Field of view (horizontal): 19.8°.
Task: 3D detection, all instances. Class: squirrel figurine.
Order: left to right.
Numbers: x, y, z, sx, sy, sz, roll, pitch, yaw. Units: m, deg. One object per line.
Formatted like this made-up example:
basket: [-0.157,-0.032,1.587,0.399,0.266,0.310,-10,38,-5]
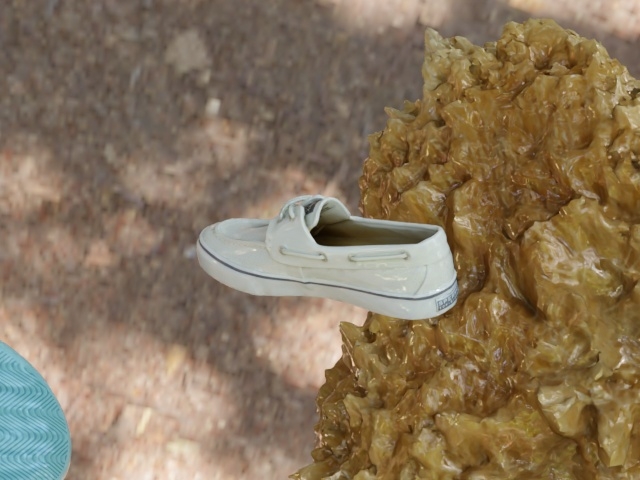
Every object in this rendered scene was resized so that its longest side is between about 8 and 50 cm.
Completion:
squirrel figurine: [0.194,0.062,0.770,0.397,0.370,0.281,24,35,-7]

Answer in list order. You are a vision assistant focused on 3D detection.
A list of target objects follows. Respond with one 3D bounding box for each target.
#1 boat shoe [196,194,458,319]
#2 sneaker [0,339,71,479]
boat shoe: [0.000,0.000,0.626,0.100,0.035,0.035,12,34,32]
sneaker: [-0.302,0.118,0.915,0.319,0.208,0.127,8,58,-31]
